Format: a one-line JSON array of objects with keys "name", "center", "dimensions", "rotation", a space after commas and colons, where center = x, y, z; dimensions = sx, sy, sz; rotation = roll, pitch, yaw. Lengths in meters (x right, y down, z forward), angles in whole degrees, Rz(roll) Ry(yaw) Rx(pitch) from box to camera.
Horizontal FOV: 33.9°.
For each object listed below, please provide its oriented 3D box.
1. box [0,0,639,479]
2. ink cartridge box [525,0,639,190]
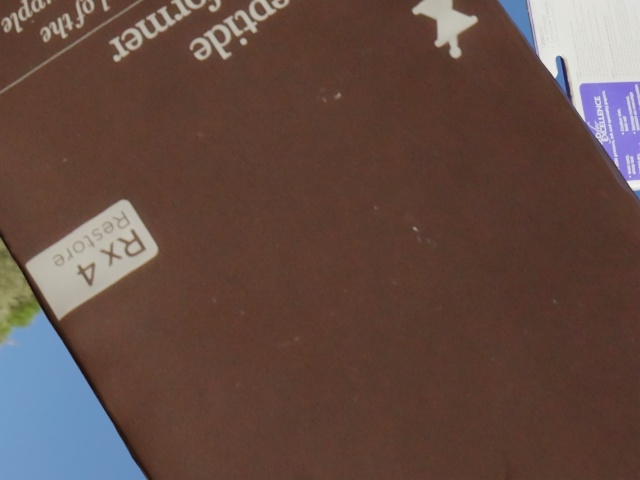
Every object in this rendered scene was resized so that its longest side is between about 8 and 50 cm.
[{"name": "box", "center": [0.000, 0.000, 0.405], "dimensions": [0.191, 0.143, 0.381], "rotation": [-34, -96, -1]}, {"name": "ink cartridge box", "center": [0.287, -0.149, 1.019], "dimensions": [0.045, 0.208, 0.206], "rotation": [-25, -109, 63]}]
